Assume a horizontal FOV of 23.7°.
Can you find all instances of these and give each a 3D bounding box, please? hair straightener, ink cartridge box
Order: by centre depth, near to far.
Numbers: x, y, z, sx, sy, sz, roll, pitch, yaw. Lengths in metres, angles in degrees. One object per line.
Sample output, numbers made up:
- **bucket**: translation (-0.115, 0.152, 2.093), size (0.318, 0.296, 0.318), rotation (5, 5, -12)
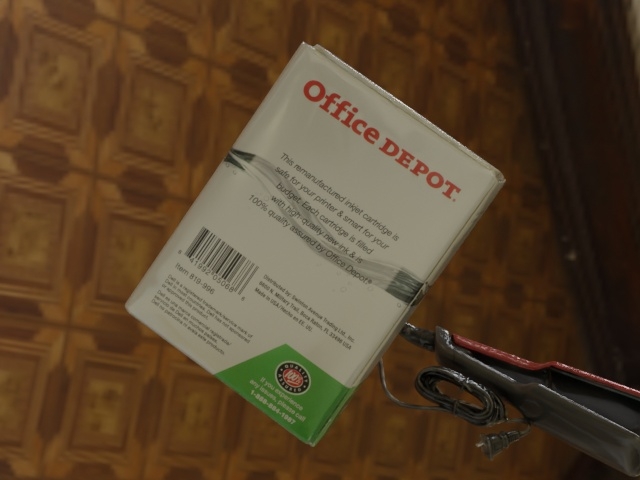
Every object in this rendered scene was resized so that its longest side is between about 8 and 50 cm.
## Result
- **ink cartridge box**: translation (0.000, 0.000, 0.978), size (0.208, 0.153, 0.087), rotation (-54, 173, 9)
- **hair straightener**: translation (0.129, 0.110, 1.089), size (0.089, 0.230, 0.047), rotation (-45, 149, -39)
